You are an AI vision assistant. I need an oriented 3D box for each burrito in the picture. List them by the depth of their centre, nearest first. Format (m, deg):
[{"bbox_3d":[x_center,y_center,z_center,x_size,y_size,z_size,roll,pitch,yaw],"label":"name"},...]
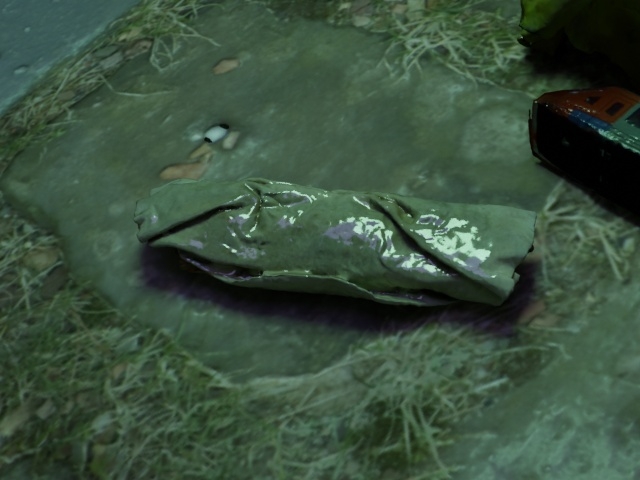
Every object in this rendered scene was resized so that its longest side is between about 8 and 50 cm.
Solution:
[{"bbox_3d":[0.000,0.000,1.104,0.392,0.076,0.117,6,51,19],"label":"burrito"}]

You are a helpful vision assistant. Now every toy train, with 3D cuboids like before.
[{"bbox_3d":[0.361,-0.035,1.037,0.089,0.086,0.409,-38,50,-21],"label":"toy train"}]

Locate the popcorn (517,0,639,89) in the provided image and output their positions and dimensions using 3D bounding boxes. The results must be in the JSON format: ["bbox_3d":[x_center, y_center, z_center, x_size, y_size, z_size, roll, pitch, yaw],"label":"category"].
[{"bbox_3d":[0.326,-0.275,1.129,0.326,0.290,0.321,-11,33,-27],"label":"popcorn"}]
